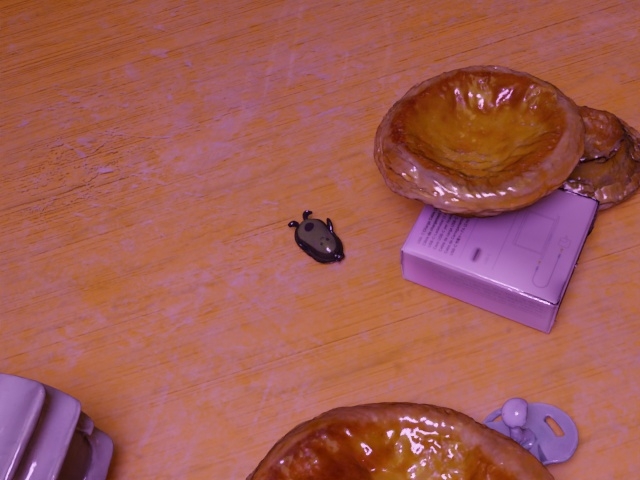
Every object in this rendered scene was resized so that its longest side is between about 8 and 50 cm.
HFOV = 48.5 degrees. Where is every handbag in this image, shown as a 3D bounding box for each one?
[{"bbox_3d":[0.000,0.000,1.203,0.072,0.047,0.111,-39,59,-13],"label":"handbag"}]

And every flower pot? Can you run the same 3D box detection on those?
[{"bbox_3d":[-0.414,0.280,0.921,0.253,0.368,0.165,8,61,6],"label":"flower pot"}]

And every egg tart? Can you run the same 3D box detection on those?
[{"bbox_3d":[0.237,-0.137,1.086,0.318,0.128,0.319,-5,51,6],"label":"egg tart"},{"bbox_3d":[0.432,-0.152,1.195,0.240,0.106,0.241,-6,54,8],"label":"egg tart"},{"bbox_3d":[0.084,0.399,0.842,0.442,0.178,0.443,-7,42,6],"label":"egg tart"}]

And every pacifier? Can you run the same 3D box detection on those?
[{"bbox_3d":[0.269,0.254,0.968,0.150,0.117,0.127,-21,32,1],"label":"pacifier"}]

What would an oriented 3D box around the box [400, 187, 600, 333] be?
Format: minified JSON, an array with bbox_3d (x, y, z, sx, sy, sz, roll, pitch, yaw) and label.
[{"bbox_3d":[0.281,0.001,1.122,0.251,0.106,0.203,21,63,19],"label":"box"}]
